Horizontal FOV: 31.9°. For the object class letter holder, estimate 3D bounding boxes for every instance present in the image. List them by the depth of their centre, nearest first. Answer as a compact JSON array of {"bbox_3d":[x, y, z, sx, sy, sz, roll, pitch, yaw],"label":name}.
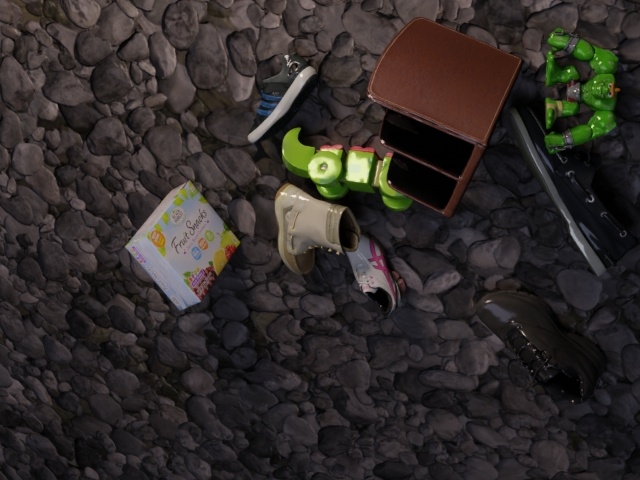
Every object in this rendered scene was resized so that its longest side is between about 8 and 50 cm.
[{"bbox_3d":[0.180,-0.214,1.829,0.214,0.302,0.152,25,130,4],"label":"letter holder"}]

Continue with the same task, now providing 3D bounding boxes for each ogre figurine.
[{"bbox_3d":[0.427,-0.244,1.830,0.118,0.197,0.097,1,162,6],"label":"ogre figurine"}]

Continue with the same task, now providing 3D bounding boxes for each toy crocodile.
[{"bbox_3d":[0.087,-0.127,2.066,0.340,0.105,0.115,11,169,14],"label":"toy crocodile"}]

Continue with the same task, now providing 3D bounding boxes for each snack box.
[{"bbox_3d":[-0.271,0.008,2.237,0.070,0.207,0.174,-26,111,34],"label":"snack box"}]

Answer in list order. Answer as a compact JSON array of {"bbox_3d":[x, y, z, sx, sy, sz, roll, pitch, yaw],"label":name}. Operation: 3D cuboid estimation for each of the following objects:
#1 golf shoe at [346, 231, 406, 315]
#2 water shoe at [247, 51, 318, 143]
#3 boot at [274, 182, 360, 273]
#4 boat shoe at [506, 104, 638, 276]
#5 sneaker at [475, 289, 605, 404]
[{"bbox_3d":[0.100,0.062,2.201,0.067,0.086,0.186,-26,109,37],"label":"golf shoe"},{"bbox_3d":[-0.080,-0.264,2.064,0.080,0.073,0.203,52,125,10],"label":"water shoe"},{"bbox_3d":[0.000,0.000,2.170,0.165,0.077,0.213,20,137,31],"label":"boot"},{"bbox_3d":[0.440,-0.103,1.928,0.113,0.127,0.340,-31,98,7],"label":"boat shoe"},{"bbox_3d":[0.419,0.203,2.143,0.286,0.130,0.109,33,132,-1],"label":"sneaker"}]
